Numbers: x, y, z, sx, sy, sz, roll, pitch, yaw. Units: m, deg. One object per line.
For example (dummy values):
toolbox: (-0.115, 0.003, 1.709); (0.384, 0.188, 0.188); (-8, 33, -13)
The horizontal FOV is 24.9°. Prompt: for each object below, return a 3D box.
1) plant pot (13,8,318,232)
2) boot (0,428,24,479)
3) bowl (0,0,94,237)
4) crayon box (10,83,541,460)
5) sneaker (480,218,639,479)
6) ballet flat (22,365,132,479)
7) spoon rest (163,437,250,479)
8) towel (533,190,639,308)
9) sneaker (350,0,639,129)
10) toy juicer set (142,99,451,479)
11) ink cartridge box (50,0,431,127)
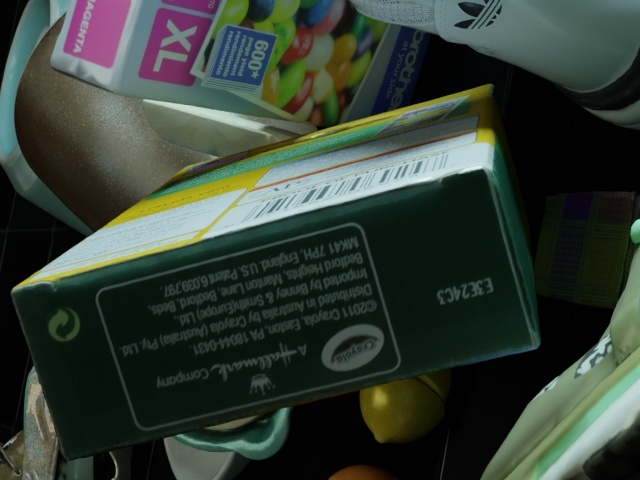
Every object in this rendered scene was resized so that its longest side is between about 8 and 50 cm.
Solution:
plant pot: (-0.081, -0.049, 1.059); (0.230, 0.215, 0.215); (51, 125, 40)
boot: (-0.285, 0.226, 1.431); (0.112, 0.115, 0.305); (33, 107, 68)
bowl: (-0.208, -0.139, 1.387); (0.311, 0.163, 0.311); (-42, 42, 53)
crayon box: (0.000, 0.000, 0.727); (0.323, 0.203, 0.083); (-59, -46, -76)
sneaker: (0.185, -0.039, 0.514); (0.410, 0.158, 0.182); (-54, 34, 27)
ballet flat: (-0.217, 0.243, 1.294); (0.106, 0.107, 0.316); (-14, 69, 29)
spoon rest: (-0.102, 0.083, 1.145); (0.137, 0.084, 0.276); (-64, 27, 27)
towel: (0.139, 0.004, 0.755); (0.083, 0.009, 0.060); (5, 83, 66)
sneaker: (0.082, -0.230, 0.748); (0.137, 0.210, 0.365); (-50, 36, 44)
toy juicer set: (-0.029, 0.057, 0.875); (0.209, 0.089, 0.329); (-6, 85, 29)
ink cartridge box: (-0.005, -0.163, 0.856); (0.065, 0.311, 0.185); (25, 103, 33)
